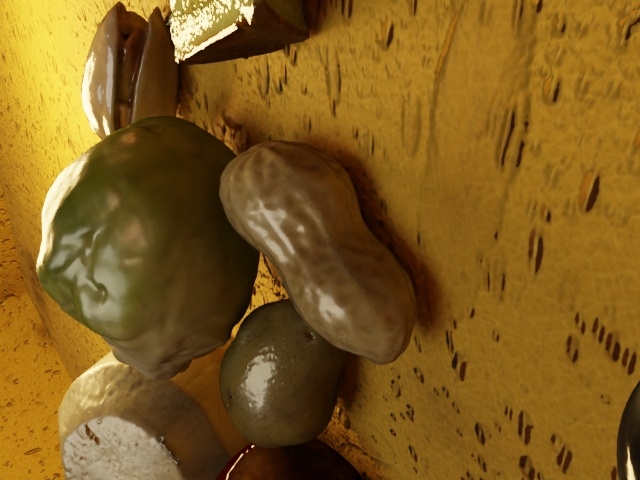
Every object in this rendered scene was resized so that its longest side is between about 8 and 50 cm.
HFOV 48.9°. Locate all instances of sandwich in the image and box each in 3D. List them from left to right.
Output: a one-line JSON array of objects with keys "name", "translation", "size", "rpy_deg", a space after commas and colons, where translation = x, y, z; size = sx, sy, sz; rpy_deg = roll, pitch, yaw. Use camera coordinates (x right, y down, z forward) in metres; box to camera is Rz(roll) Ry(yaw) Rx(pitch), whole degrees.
[{"name": "sandwich", "translation": [-0.071, -0.224, 0.665], "size": [0.244, 0.088, 0.090], "rpy_deg": [9, 108, 62]}]

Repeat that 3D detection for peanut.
[{"name": "peanut", "translation": [0.000, 0.000, 0.662], "size": [0.256, 0.124, 0.123], "rpy_deg": [52, 147, 23]}]

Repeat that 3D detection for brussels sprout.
[{"name": "brussels sprout", "translation": [-0.192, 0.010, 0.819], "size": [0.274, 0.243, 0.316], "rpy_deg": [-179, 98, -85]}]

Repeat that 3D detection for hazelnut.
[{"name": "hazelnut", "translation": [-0.031, 0.327, 0.861], "size": [0.202, 0.170, 0.160], "rpy_deg": [33, 107, 3]}]

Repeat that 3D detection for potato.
[{"name": "potato", "translation": [-0.036, 0.146, 0.805], "size": [0.157, 0.157, 0.194], "rpy_deg": [55, 133, 23]}]

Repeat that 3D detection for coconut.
[{"name": "coconut", "translation": [-0.218, 0.271, 1.041], "size": [0.323, 0.323, 0.323], "rpy_deg": [38, 140, 43]}]

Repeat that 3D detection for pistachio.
[{"name": "pistachio", "translation": [-0.253, -0.210, 0.941], "size": [0.223, 0.126, 0.152], "rpy_deg": [109, 167, -49]}]

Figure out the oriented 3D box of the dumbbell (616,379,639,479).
[{"name": "dumbbell", "translation": [0.223, 0.060, 0.243], "size": [0.192, 0.192, 0.290], "rpy_deg": [45, 144, 36]}]
